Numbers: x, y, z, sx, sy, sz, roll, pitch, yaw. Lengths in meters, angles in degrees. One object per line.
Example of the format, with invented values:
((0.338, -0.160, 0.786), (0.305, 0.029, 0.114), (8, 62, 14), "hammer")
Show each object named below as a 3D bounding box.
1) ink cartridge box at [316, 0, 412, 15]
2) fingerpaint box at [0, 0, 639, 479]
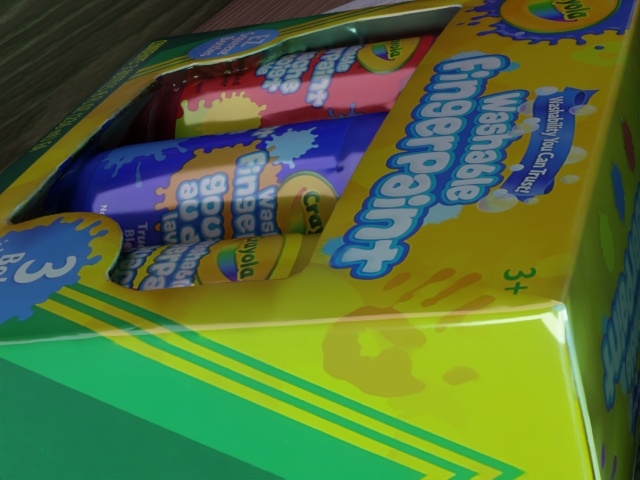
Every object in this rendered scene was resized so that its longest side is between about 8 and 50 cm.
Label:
((0.017, -0.118, 1.496), (0.308, 0.091, 0.385), (-8, 46, 54), "ink cartridge box")
((0.000, 0.000, 0.790), (0.371, 0.163, 0.445), (-5, 26, 21), "fingerpaint box")
